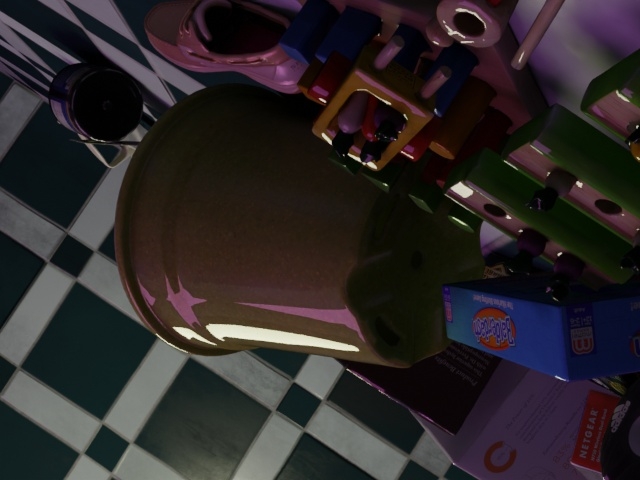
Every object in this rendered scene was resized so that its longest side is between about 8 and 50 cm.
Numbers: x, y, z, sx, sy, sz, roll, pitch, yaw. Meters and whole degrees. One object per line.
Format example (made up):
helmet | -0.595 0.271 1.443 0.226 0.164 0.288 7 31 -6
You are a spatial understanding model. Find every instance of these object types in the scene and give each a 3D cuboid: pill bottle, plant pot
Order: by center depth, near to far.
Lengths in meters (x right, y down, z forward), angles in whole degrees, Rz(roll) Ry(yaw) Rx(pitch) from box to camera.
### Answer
plant pot | 0.000 0.000 0.798 0.253 0.276 0.276 12 162 43
pill bottle | -0.390 -0.238 1.484 0.122 0.123 0.219 36 174 -32

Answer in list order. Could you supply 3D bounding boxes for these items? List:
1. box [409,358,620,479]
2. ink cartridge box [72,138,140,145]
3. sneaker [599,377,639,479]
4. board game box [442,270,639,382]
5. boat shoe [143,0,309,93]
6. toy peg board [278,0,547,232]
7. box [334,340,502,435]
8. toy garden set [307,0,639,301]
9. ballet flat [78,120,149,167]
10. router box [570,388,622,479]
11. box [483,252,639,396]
box | 0.343 0.284 1.311 0.345 0.215 0.168 36 -177 -25
ink cartridge box | -0.306 -0.126 1.555 0.255 0.097 0.188 1 -172 -24
sneaker | 0.412 0.229 0.564 0.257 0.169 0.447 27 -176 -21
board game box | 0.192 0.048 0.596 0.160 0.047 0.210 -7 -178 -9
boat shoe | -0.076 -0.164 0.675 0.170 0.063 0.059 19 166 29
toy peg board | 0.050 -0.082 0.545 0.161 0.079 0.160 29 173 35
box | 0.143 0.120 1.168 0.168 0.203 0.167 34 175 -4
toy garden set | 0.106 -0.043 0.380 0.203 0.049 0.244 32 161 -8
ballet flat | -0.391 -0.194 1.855 0.400 0.139 0.139 37 173 -40
router box | 0.452 0.271 0.971 0.301 0.082 0.335 13 166 26
box | 0.293 0.108 0.976 0.220 0.051 0.175 38 173 -36
